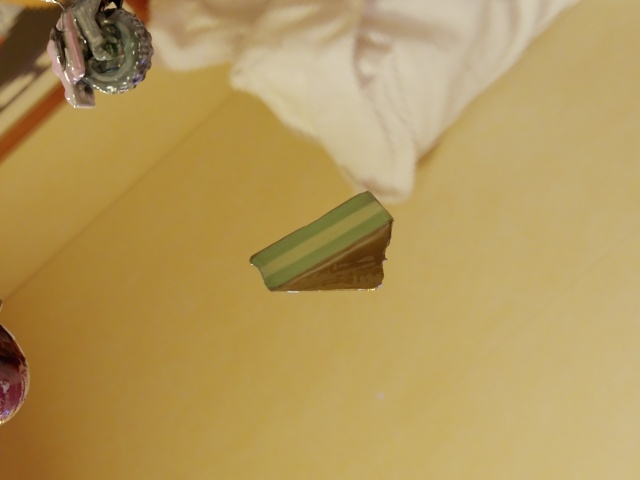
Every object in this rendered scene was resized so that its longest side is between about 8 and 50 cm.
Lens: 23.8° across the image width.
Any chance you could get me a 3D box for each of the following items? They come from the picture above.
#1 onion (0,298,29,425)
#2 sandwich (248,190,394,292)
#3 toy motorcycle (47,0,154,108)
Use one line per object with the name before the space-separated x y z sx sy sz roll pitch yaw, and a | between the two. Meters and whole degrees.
onion | -0.431 0.150 1.814 0.177 0.153 0.177 52 -154 -38
sandwich | 0.000 0.000 1.430 0.116 0.074 0.074 -2 -151 -25
toy motorcycle | -0.325 -0.306 1.820 0.143 0.188 0.327 -10 -107 -64
